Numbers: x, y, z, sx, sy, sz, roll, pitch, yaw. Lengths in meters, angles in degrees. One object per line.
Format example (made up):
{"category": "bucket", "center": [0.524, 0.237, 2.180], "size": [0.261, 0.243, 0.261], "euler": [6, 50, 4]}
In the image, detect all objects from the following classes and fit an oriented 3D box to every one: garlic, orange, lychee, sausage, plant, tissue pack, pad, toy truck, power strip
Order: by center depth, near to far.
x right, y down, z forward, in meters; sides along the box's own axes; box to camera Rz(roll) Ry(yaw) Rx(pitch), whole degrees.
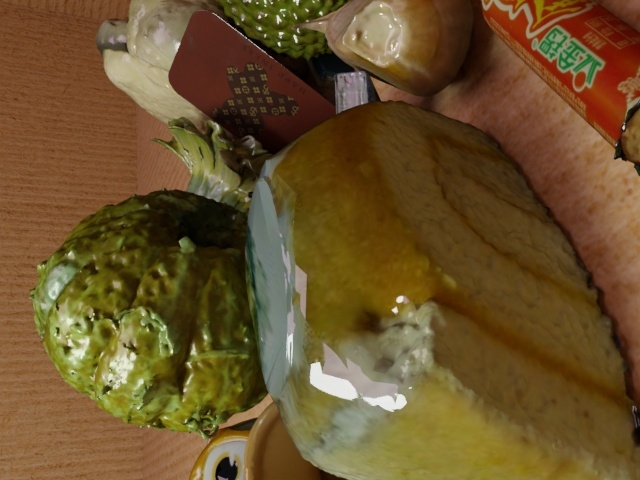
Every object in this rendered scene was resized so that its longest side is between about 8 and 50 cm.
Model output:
{"category": "sausage", "center": [0.202, -0.161, 0.523], "size": [0.264, 0.083, 0.083], "euler": [-113, 35, -44]}
{"category": "garlic", "center": [0.075, -0.234, 0.706], "size": [0.245, 0.164, 0.146], "euler": [-133, 39, -66]}
{"category": "toy truck", "center": [-0.004, 0.284, 0.709], "size": [0.212, 0.288, 0.204], "euler": [110, 154, -57]}
{"category": "orange", "center": [-0.166, 0.064, 0.714], "size": [0.300, 0.301, 0.223], "euler": [39, 116, 20]}
{"category": "tissue pack", "center": [0.055, -0.122, 0.770], "size": [0.156, 0.051, 0.112], "euler": [34, -126, -72]}
{"category": "lychee", "center": [-0.045, -0.408, 0.883], "size": [0.320, 0.270, 0.270], "euler": [56, 153, -5]}
{"category": "pad", "center": [-0.099, -0.207, 0.948], "size": [0.181, 0.267, 0.004], "euler": [-45, 12, 51]}
{"category": "power strip", "center": [0.010, -0.273, 0.975], "size": [0.032, 0.056, 0.123], "euler": [114, 148, -41]}
{"category": "plant", "center": [-0.150, -0.056, 1.026], "size": [0.261, 0.306, 0.297], "euler": [-13, 36, 27]}

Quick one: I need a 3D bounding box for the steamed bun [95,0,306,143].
{"category": "steamed bun", "center": [-0.198, -0.318, 1.120], "size": [0.372, 0.324, 0.230], "euler": [5, 65, 53]}

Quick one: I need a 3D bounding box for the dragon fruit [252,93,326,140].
{"category": "dragon fruit", "center": [-0.043, -0.181, 1.026], "size": [0.192, 0.122, 0.092], "euler": [-40, 24, 59]}

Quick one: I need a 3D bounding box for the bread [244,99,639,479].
{"category": "bread", "center": [0.071, 0.073, 0.565], "size": [0.239, 0.264, 0.395], "euler": [-58, 36, 40]}

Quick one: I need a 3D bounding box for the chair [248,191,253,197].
{"category": "chair", "center": [0.000, 0.000, 0.919], "size": [0.145, 0.221, 0.140], "euler": [13, 102, 22]}
